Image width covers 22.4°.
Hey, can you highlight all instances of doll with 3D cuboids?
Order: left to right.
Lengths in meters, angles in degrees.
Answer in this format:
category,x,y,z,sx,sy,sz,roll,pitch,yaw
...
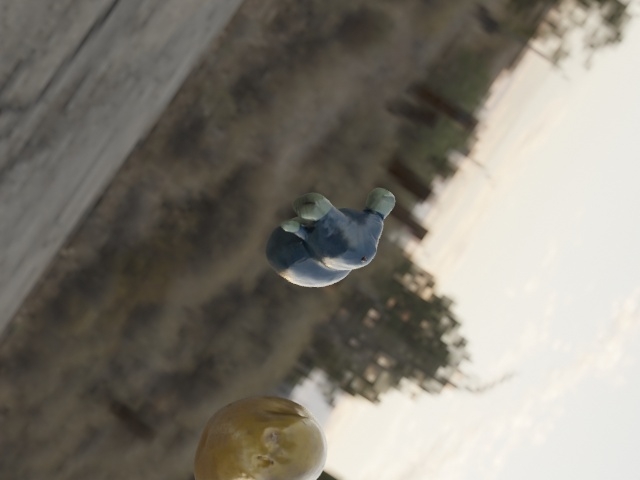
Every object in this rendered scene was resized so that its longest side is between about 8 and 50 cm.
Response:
category,x,y,z,sx,sy,sz,roll,pitch,yaw
doll,0.000,0.000,1.028,0.083,0.076,0.050,-31,-116,53

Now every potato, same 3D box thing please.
category,x,y,z,sx,sy,sz,roll,pitch,yaw
potato,-0.029,0.107,0.808,0.068,0.062,0.083,-34,-174,-17
